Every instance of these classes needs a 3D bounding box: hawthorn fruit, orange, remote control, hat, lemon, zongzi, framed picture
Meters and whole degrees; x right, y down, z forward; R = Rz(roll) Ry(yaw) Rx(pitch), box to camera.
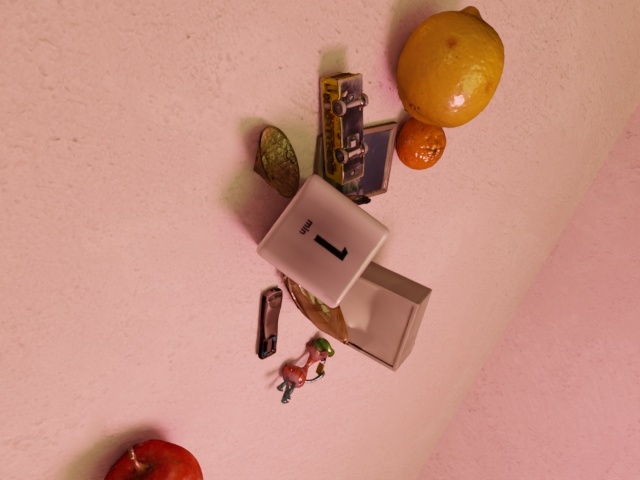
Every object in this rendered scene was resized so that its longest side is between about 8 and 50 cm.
[{"bbox_3d":[-0.370,0.539,1.066,0.241,0.241,0.272,-22,123,-36],"label":"hawthorn fruit"},{"bbox_3d":[0.256,-0.243,1.240,0.135,0.117,0.136,-32,146,-25],"label":"orange"},{"bbox_3d":[-0.127,0.213,1.239,0.059,0.028,0.212,-18,129,-37],"label":"remote control"},{"bbox_3d":[-0.105,-0.147,0.975,0.146,0.067,0.146,39,45,-53],"label":"hat"},{"bbox_3d":[0.281,-0.377,1.077,0.228,0.228,0.254,-15,131,-40],"label":"lemon"},{"bbox_3d":[-0.003,0.148,1.188,0.099,0.197,0.194,-35,136,-9],"label":"zongzi"},{"bbox_3d":[0.082,-0.179,1.182,0.259,0.023,0.189,-18,127,-37],"label":"framed picture"}]

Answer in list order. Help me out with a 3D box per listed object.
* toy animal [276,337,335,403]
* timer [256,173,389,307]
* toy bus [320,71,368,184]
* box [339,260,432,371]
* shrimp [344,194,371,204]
[{"bbox_3d":[-0.041,0.373,1.393,0.208,0.100,0.103,-44,104,-33],"label":"toy animal"},{"bbox_3d":[0.000,0.000,1.025,0.194,0.195,0.192,-55,-176,-2],"label":"timer"},{"bbox_3d":[0.053,-0.236,1.041,0.081,0.074,0.226,-28,129,-30],"label":"toy bus"},{"bbox_3d":[0.163,0.198,1.364,0.117,0.224,0.225,-27,137,-53],"label":"box"},{"bbox_3d":[0.062,-0.019,1.230,0.198,0.051,0.262,-39,143,0],"label":"shrimp"}]
